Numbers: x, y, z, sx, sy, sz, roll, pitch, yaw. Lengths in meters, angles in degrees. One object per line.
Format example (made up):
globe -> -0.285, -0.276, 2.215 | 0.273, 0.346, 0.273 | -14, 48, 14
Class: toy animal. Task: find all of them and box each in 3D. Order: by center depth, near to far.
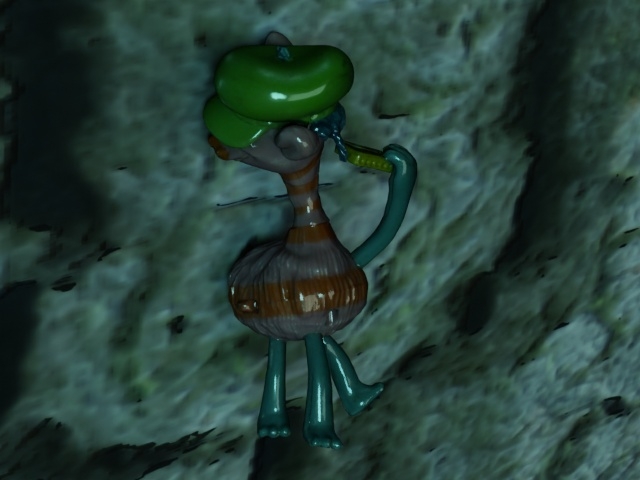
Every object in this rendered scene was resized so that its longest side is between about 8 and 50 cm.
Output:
toy animal -> 0.000, 0.000, 0.809 | 0.103, 0.100, 0.208 | -5, 107, -1
